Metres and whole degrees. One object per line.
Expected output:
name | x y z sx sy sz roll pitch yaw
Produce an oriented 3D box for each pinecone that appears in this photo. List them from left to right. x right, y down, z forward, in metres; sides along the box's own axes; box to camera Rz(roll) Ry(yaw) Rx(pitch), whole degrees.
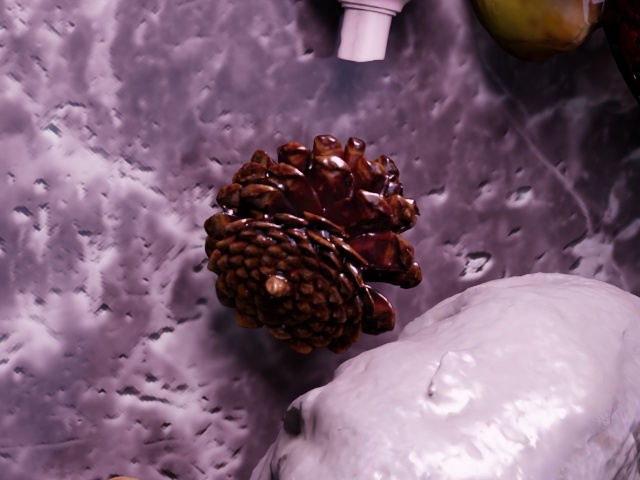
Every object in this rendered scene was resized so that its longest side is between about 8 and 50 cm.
pinecone | 0.000 -0.001 0.897 0.140 0.140 0.121 45 50 -20

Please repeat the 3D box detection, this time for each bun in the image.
bun | 0.067 0.164 0.834 0.194 0.354 0.354 29 88 20

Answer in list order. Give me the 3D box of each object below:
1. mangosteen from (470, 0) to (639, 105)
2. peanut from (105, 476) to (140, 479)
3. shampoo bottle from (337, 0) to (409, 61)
mangosteen | 0.298 -0.190 0.840 0.421 0.381 0.381 -2 100 -9
peanut | -0.069 0.230 0.923 0.108 0.095 0.226 -43 111 0
shampoo bottle | 0.051 -0.258 0.889 0.092 0.092 0.303 7 97 -20
